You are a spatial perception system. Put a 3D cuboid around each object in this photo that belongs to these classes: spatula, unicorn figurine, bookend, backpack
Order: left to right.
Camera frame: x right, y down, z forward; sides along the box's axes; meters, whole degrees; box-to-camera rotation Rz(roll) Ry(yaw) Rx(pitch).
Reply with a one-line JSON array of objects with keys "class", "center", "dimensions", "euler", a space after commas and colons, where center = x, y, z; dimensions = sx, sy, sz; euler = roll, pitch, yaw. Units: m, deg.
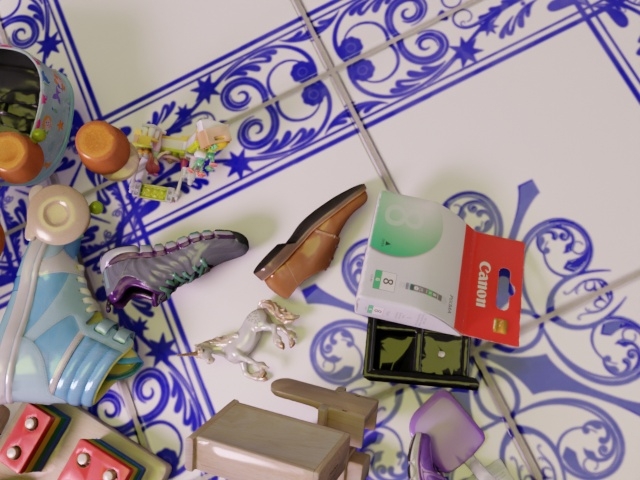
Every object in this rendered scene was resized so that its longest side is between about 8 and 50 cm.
[{"class": "backpack", "center": [-0.520, -0.196, 1.209], "dimensions": [0.253, 0.191, 0.225], "euler": [6, 81, 20]}, {"class": "unicorn figurine", "center": [-0.111, 0.154, 1.112], "dimensions": [0.111, 0.060, 0.162], "euler": [36, 68, 18]}, {"class": "bookend", "center": [0.146, 0.123, 1.057], "dimensions": [0.157, 0.072, 0.156], "euler": [4, 76, 11]}, {"class": "spatula", "center": [0.230, 0.327, 0.991], "dimensions": [0.084, 0.030, 0.296], "euler": [-42, 55, -1]}]

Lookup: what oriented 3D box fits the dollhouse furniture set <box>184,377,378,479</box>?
[{"class": "dollhouse furniture set", "center": [-0.066, 0.399, 0.978], "dimensions": [0.173, 0.303, 0.356], "euler": [11, 107, 22]}]

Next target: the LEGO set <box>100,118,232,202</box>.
[{"class": "LEGO set", "center": [-0.229, -0.118, 1.163], "dimensions": [0.287, 0.132, 0.107], "euler": [7, 82, 35]}]

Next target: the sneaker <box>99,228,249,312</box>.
[{"class": "sneaker", "center": [-0.212, 0.051, 1.126], "dimensions": [0.223, 0.083, 0.098], "euler": [-11, 63, -1]}]

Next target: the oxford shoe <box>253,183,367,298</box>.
[{"class": "oxford shoe", "center": [0.000, 0.000, 1.131], "dimensions": [0.212, 0.076, 0.076], "euler": [-44, 102, -5]}]

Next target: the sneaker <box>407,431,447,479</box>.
[{"class": "sneaker", "center": [0.156, 0.338, 1.002], "dimensions": [0.071, 0.068, 0.170], "euler": [-12, 72, -1]}]

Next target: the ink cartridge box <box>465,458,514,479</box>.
[{"class": "ink cartridge box", "center": [0.231, 0.405, 0.993], "dimensions": [0.145, 0.045, 0.179], "euler": [-34, 54, 1]}]

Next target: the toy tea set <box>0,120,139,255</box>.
[{"class": "toy tea set", "center": [-0.428, -0.068, 1.103], "dimensions": [0.336, 0.124, 0.200], "euler": [-9, 84, -5]}]

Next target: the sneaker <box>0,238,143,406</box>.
[{"class": "sneaker", "center": [-0.358, 0.108, 1.148], "dimensions": [0.208, 0.127, 0.319], "euler": [12, 61, -8]}]

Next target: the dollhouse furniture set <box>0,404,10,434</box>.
[{"class": "dollhouse furniture set", "center": [-0.670, 0.150, 1.032], "dimensions": [0.362, 0.394, 0.256], "euler": [29, 89, 20]}]

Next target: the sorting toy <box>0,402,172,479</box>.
[{"class": "sorting toy", "center": [-0.393, 0.376, 1.085], "dimensions": [0.257, 0.089, 0.255], "euler": [27, 82, 16]}]

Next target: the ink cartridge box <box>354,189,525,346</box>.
[{"class": "ink cartridge box", "center": [0.172, 0.036, 1.033], "dimensions": [0.224, 0.056, 0.181], "euler": [11, 56, 4]}]
